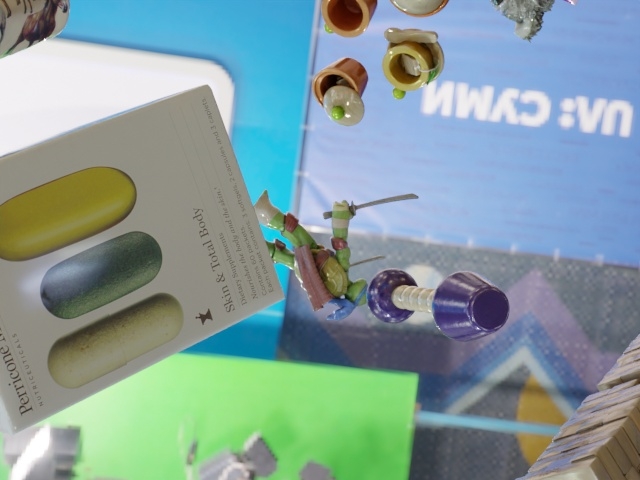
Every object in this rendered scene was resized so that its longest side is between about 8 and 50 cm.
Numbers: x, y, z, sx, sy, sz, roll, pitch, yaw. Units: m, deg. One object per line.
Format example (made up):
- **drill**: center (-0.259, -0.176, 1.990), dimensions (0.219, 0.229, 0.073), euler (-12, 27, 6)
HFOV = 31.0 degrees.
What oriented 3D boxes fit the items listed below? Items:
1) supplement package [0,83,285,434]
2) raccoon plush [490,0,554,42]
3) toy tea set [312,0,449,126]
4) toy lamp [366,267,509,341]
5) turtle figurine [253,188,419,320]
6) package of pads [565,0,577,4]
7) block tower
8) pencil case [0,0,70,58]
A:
- **supplement package**: center (-0.212, 0.012, 0.976), dimensions (0.262, 0.199, 0.198), euler (-26, -168, -33)
- **raccoon plush**: center (0.469, -0.491, 2.050), dimensions (0.446, 0.216, 0.299), euler (17, 153, 34)
- **toy tea set**: center (0.074, -0.286, 1.557), dimensions (0.200, 0.336, 0.124), euler (20, -139, 15)
- **toy lamp**: center (0.131, 0.071, 1.314), dimensions (0.080, 0.080, 0.274), euler (7, 177, -17)
- **turtle figurine**: center (0.000, 0.000, 2.166), dimensions (0.266, 0.275, 0.198), euler (28, 165, 3)
- **package of pads**: center (0.348, -0.372, 1.592), dimensions (0.050, 0.083, 0.032), euler (23, -141, 0)
- **block tower**: center (0.300, 0.166, 1.052), dimensions (0.091, 0.097, 0.335), euler (-32, 180, 43)
- **pencil case**: center (-0.573, -0.338, 1.789), dimensions (0.183, 0.160, 0.410), euler (-43, 177, 43)
